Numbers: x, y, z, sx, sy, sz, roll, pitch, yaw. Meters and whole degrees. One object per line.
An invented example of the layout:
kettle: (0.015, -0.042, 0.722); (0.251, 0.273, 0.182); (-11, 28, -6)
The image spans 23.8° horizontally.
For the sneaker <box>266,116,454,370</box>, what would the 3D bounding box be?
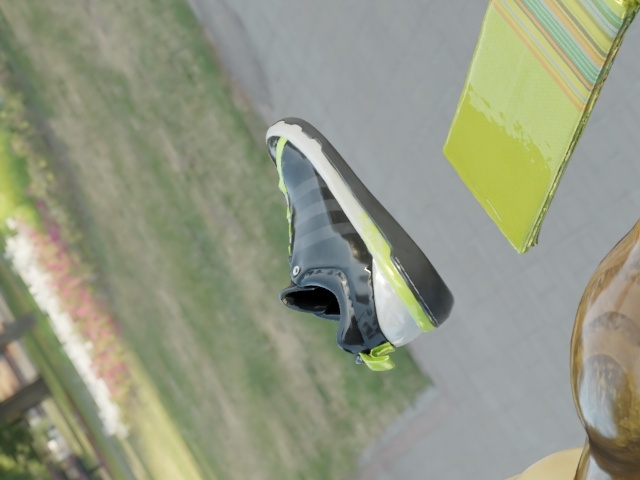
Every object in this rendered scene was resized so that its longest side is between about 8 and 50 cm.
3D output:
sneaker: (0.000, 0.000, 1.070); (0.084, 0.097, 0.235); (52, 180, -45)

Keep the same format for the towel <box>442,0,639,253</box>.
towel: (0.129, -0.096, 0.926); (0.102, 0.021, 0.237); (57, 155, 27)

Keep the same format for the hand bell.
hand bell: (0.079, 0.066, 0.404); (0.126, 0.126, 0.242); (52, 163, 30)
